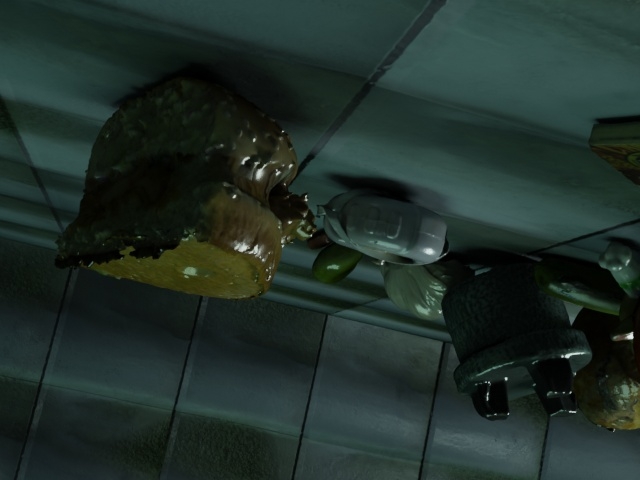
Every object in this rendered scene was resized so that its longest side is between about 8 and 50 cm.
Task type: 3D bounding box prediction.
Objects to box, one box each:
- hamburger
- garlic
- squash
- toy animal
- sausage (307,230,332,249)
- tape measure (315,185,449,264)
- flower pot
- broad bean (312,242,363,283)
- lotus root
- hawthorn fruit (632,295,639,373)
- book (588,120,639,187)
[{"bbox_3d":[-0.163,-0.054,1.252,0.287,0.268,0.445,22,161,-35],"label":"hamburger"},{"bbox_3d":[0.221,0.098,1.979,0.178,0.143,0.229,18,177,-36],"label":"garlic"},{"bbox_3d":[0.568,0.099,1.744,0.331,0.087,0.087,11,169,-5],"label":"squash"},{"bbox_3d":[0.615,0.140,1.578,0.180,0.181,0.363,-7,151,30],"label":"toy animal"},{"bbox_3d":[0.000,0.000,1.992,0.030,0.035,0.147,47,162,-6],"label":"sausage"},{"bbox_3d":[0.116,-0.019,1.525,0.197,0.120,0.236,11,176,37],"label":"tape measure"},{"bbox_3d":[0.395,0.227,1.836,0.299,0.283,0.299,-12,154,-6],"label":"flower pot"},{"bbox_3d":[0.035,0.040,1.978,0.082,0.124,0.174,52,172,9],"label":"broad bean"},{"bbox_3d":[0.687,0.255,1.911,0.316,0.316,0.250,11,157,5],"label":"lotus root"},{"bbox_3d":[0.616,0.136,1.348,0.316,0.316,0.316,12,169,2],"label":"hawthorn fruit"},{"bbox_3d":[0.548,-0.058,1.063,0.300,0.039,0.428,1,164,45],"label":"book"}]
